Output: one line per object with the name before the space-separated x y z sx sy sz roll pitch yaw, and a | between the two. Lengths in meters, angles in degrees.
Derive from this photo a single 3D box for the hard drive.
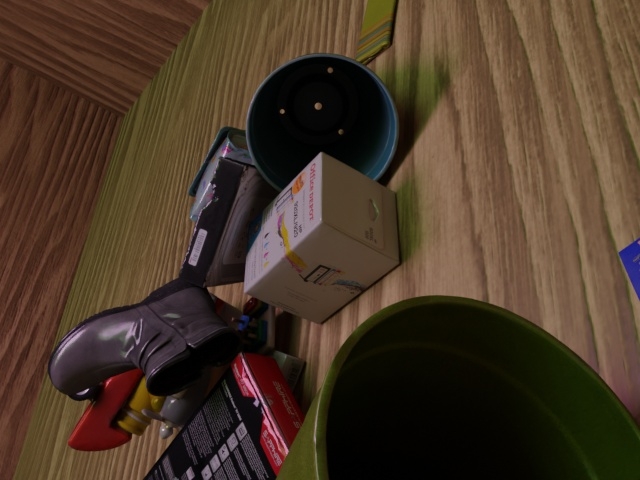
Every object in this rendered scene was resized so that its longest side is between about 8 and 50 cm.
hard drive | -0.147 -0.031 1.476 0.339 0.064 0.236 1 -71 -76

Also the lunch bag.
lunch bag | -0.219 -0.155 1.854 0.223 0.160 0.262 -61 16 15

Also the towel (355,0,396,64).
towel | 0.134 -0.499 1.665 0.102 0.021 0.237 -21 48 46

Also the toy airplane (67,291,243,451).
toy airplane | -0.302 0.279 1.560 0.384 0.272 0.386 -34 6 31

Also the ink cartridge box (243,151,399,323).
ink cartridge box | 0.000 0.000 1.309 0.233 0.168 0.171 -42 34 37

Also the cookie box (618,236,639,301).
cookie box | 0.369 0.032 0.764 0.092 0.040 0.107 -44 33 35

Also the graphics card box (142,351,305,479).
graphics card box | -0.162 0.402 1.284 0.371 0.094 0.232 -53 47 21

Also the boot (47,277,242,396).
boot | -0.318 0.201 1.311 0.338 0.118 0.222 -34 34 -6

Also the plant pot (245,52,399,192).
plant pot | 0.000 -0.235 1.439 0.271 0.272 0.255 -56 13 16

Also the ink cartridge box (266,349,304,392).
ink cartridge box | -0.103 0.276 1.411 0.179 0.045 0.145 0 68 68

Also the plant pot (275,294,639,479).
plant pot | 0.092 0.303 0.748 0.353 0.367 0.366 124 154 -44

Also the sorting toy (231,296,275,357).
sorting toy | -0.139 0.181 1.446 0.132 0.046 0.274 -44 35 42
